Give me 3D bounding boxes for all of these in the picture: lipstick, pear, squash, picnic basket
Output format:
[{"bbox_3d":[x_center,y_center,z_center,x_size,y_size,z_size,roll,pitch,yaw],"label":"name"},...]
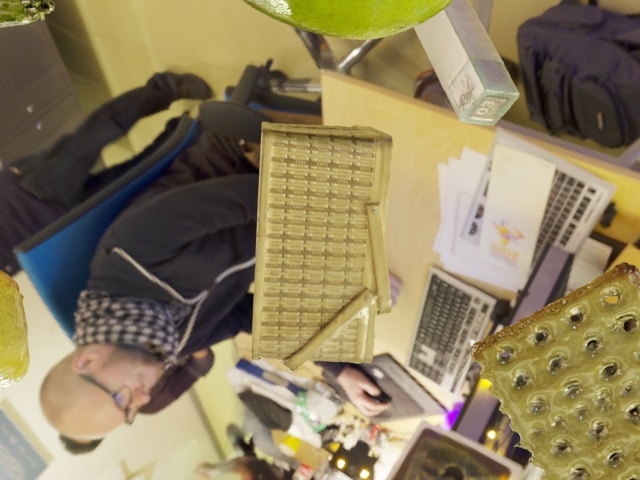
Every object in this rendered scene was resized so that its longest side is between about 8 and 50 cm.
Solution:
[{"bbox_3d":[0.215,-0.360,1.193,0.080,0.076,0.371,-55,44,47],"label":"lipstick"},{"bbox_3d":[-0.006,-0.300,0.811,0.288,0.239,0.139,51,150,32],"label":"pear"},{"bbox_3d":[-0.481,-0.322,0.955,0.319,0.071,0.080,6,167,16],"label":"squash"},{"bbox_3d":[0.000,0.000,0.961,0.175,0.228,0.312,3,101,-5],"label":"picnic basket"}]

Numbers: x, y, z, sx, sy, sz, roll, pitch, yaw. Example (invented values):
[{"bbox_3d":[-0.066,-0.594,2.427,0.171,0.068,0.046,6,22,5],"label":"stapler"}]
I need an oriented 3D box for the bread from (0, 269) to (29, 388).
[{"bbox_3d":[-0.470,0.114,0.809,0.270,0.270,0.148,-44,60,58],"label":"bread"}]

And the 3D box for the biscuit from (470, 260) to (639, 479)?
[{"bbox_3d":[0.209,0.131,0.496,0.144,0.016,0.203,-30,86,15],"label":"biscuit"}]
